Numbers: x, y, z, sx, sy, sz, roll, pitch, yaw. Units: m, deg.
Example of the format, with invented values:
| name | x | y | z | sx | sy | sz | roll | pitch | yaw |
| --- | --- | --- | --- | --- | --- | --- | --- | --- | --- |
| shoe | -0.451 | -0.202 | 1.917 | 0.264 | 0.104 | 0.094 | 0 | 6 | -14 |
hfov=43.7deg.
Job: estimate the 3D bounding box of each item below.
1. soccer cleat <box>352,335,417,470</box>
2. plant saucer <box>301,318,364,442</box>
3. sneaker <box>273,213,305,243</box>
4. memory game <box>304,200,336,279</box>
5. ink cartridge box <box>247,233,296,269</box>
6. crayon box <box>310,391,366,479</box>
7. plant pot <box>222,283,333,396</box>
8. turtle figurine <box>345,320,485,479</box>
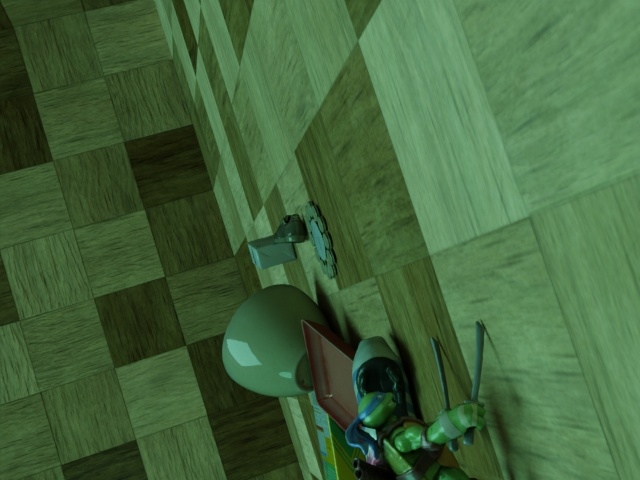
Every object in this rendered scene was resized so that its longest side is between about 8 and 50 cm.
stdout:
| name | x | y | z | sx | sy | sz | roll | pitch | yaw |
| --- | --- | --- | --- | --- | --- | --- | --- | --- | --- |
| soccer cleat | 0.130 | 0.331 | 1.486 | 0.143 | 0.116 | 0.331 | -93 | -6 | -70 |
| plant saucer | 0.059 | 0.323 | 1.779 | 0.258 | 0.048 | 0.259 | 34 | 141 | 50 |
| sneaker | -0.074 | -0.028 | 2.017 | 0.188 | 0.066 | 0.071 | 177 | 93 | -72 |
| memory game | 0.000 | 0.000 | 1.799 | 0.186 | 0.012 | 0.186 | 163 | 90 | -79 |
| ink cartridge box | -0.141 | 0.029 | 2.252 | 0.181 | 0.104 | 0.061 | -155 | 49 | -75 |
| crayon box | 0.051 | 0.521 | 2.017 | 0.203 | 0.083 | 0.322 | 142 | 120 | -77 |
| plant pot | -0.072 | 0.272 | 1.961 | 0.191 | 0.284 | 0.284 | 26 | 136 | 46 |
| turtle figurine | 0.199 | 0.266 | 1.059 | 0.266 | 0.275 | 0.198 | 52 | 142 | 5 |
